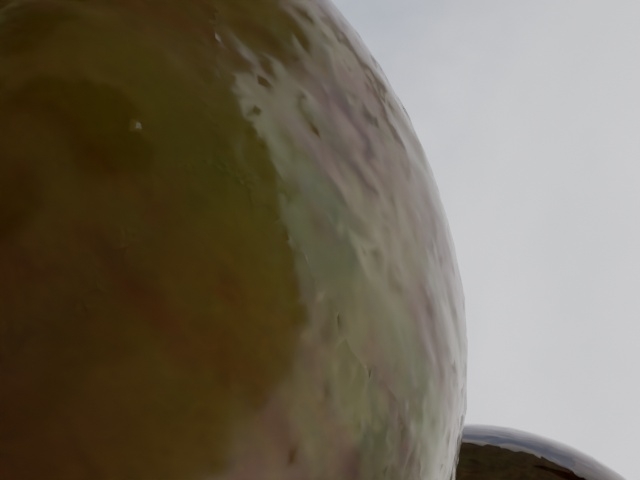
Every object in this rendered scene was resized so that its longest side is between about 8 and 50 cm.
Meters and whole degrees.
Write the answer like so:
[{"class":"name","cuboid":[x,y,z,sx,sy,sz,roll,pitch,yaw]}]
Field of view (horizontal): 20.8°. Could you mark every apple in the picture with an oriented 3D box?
[{"class":"apple","cuboid":[-0.108,0.027,0.502,0.301,0.301,0.301,-5,-134,5]}]

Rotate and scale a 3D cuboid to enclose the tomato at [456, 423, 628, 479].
[{"class":"tomato","cuboid":[0.059,0.223,0.791,0.270,0.222,0.270,0,-112,0]}]
